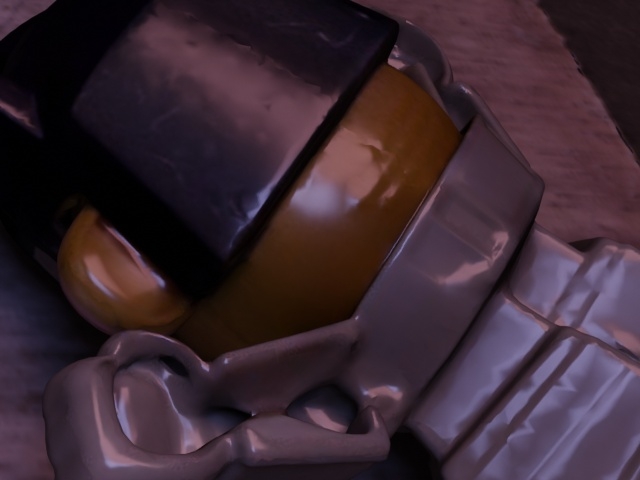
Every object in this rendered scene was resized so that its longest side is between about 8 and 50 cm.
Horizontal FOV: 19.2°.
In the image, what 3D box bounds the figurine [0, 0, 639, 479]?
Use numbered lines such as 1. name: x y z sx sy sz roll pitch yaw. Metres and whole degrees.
1. figurine: 0.002 -0.003 0.673 0.308 0.143 0.308 33 21 -14
